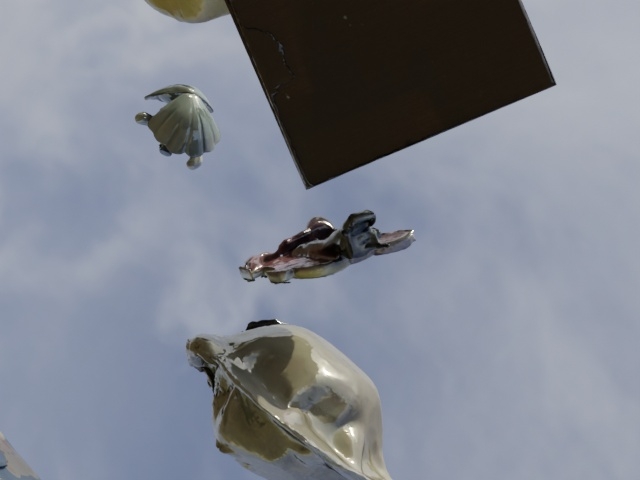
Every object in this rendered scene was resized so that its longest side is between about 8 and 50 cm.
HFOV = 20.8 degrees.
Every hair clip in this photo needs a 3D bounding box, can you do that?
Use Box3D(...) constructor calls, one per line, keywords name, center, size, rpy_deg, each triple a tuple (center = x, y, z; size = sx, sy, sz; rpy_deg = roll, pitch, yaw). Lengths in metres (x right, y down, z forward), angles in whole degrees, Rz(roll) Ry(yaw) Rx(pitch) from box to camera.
Box3D(name="hair clip", center=(0.003, 0.008, 1.752), size=(0.187, 0.146, 0.056), rpy_deg=(-14, -82, 57))

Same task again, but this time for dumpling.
Box3D(name="dumpling", center=(-0.006, 0.173, 1.791), size=(0.204, 0.293, 0.163), rpy_deg=(-24, -150, 57))

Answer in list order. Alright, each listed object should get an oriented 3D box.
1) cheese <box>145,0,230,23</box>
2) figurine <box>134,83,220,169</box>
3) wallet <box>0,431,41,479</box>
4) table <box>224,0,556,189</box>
Box3D(name="cheese", center=(-0.138, -0.381, 2.252), size=(0.214, 0.117, 0.226), rpy_deg=(-43, -141, -23))
Box3D(name="figurine", center=(-0.160, -0.128, 1.939), size=(0.082, 0.094, 0.086), rpy_deg=(154, -57, -65))
Box3D(name="wallet", center=(-0.345, 0.226, 1.779), size=(0.059, 0.141, 0.202), rpy_deg=(-42, -103, 0))
Box3D(name="table", center=(0.062, -0.205, 1.686), size=(0.251, 0.196, 0.282), rpy_deg=(-24, -170, 4))
